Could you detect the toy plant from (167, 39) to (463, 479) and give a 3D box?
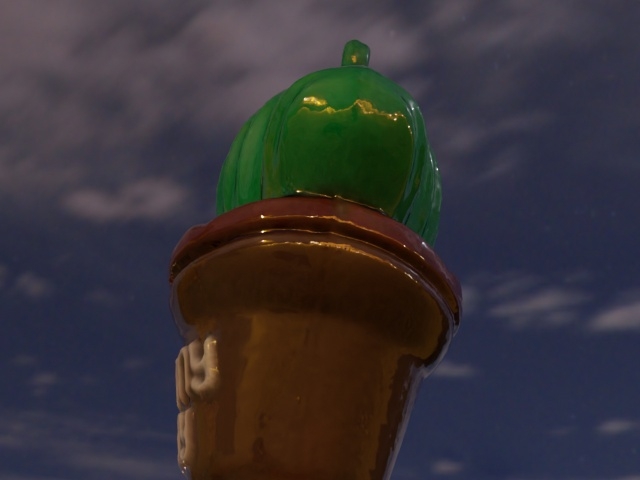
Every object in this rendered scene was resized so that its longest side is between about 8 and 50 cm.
[{"bbox_3d":[0.000,0.000,0.434,0.105,0.200,0.143,7,-24,0],"label":"toy plant"}]
